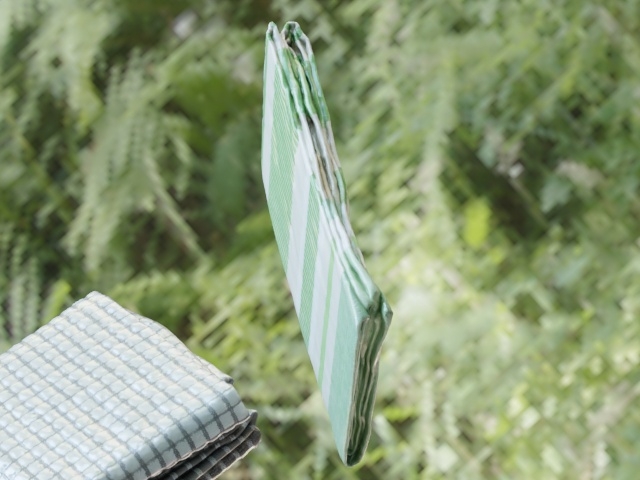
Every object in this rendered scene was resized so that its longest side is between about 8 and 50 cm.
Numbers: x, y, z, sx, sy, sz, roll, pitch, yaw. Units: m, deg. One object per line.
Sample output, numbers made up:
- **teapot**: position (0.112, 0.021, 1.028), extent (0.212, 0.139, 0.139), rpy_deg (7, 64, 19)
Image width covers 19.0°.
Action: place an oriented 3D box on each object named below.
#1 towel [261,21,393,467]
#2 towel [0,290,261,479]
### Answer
- **towel**: position (0.000, 0.000, 1.691), extent (0.038, 0.325, 0.248), rpy_deg (-10, -35, -12)
- **towel**: position (-0.219, 0.189, 1.879), extent (0.235, 0.121, 0.284), rpy_deg (-34, 38, -25)
